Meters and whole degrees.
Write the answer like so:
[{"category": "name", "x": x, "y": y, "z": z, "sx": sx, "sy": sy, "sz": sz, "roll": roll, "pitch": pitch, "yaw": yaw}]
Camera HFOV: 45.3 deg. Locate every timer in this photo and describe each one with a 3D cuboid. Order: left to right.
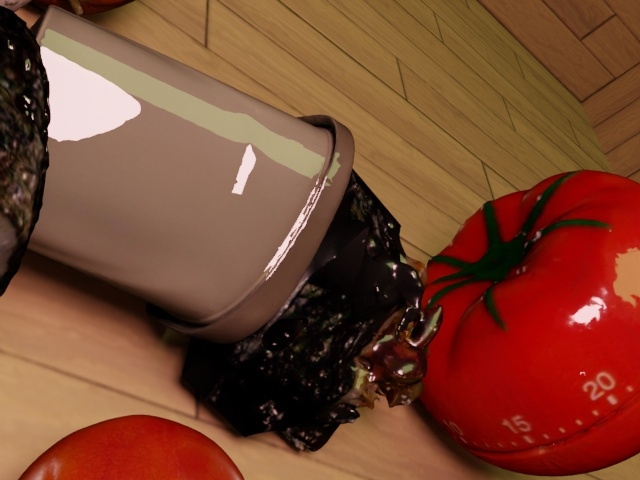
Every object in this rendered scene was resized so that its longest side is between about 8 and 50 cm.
[{"category": "timer", "x": 0.285, "y": 0.099, "z": 0.934, "sx": 0.279, "sy": 0.378, "sz": 0.378, "roll": 45, "pitch": 31, "yaw": -15}]

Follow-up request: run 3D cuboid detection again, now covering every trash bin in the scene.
[{"category": "trash bin", "x": -0.146, "y": -0.053, "z": 0.636, "sx": 0.250, "sy": 0.220, "sz": 0.219, "roll": 26, "pitch": 80, "yaw": -28}]

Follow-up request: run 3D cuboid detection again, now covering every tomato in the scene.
[{"category": "tomato", "x": -0.123, "y": 0.213, "z": 0.495, "sx": 0.195, "sy": 0.136, "sz": 0.195, "roll": 37, "pitch": 31, "yaw": -28}]

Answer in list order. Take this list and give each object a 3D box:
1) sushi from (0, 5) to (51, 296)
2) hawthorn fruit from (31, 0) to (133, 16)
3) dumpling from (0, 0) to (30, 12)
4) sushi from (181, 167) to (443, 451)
[{"category": "sushi", "x": -0.320, "y": -0.057, "z": 0.383, "sx": 0.350, "sy": 0.211, "sz": 0.170, "roll": -2, "pitch": 54, "yaw": -20}, {"category": "hawthorn fruit", "x": -0.252, "y": -0.340, "z": 0.811, "sx": 0.224, "sy": 0.224, "sz": 0.260, "roll": 31, "pitch": 50, "yaw": -34}, {"category": "dumpling", "x": -0.346, "y": -0.229, "z": 0.568, "sx": 0.341, "sy": 0.260, "sz": 0.181, "roll": -21, "pitch": 105, "yaw": -18}, {"category": "sushi", "x": 0.012, "y": 0.082, "z": 0.779, "sx": 0.212, "sy": 0.215, "sz": 0.227, "roll": 50, "pitch": 10, "yaw": -16}]
